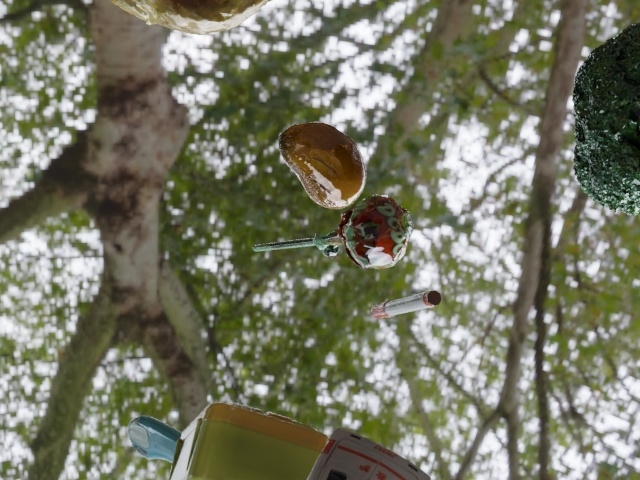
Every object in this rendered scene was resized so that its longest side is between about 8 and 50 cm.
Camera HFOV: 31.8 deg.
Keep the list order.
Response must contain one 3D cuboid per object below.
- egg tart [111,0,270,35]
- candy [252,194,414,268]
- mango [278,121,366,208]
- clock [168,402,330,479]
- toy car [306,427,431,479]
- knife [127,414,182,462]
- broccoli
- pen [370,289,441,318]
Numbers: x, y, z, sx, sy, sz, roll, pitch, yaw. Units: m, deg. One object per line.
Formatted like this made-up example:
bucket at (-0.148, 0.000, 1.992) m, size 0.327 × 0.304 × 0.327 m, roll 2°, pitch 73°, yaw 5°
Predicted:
egg tart at (-0.168, -0.427, 1.437) m, size 0.341 × 0.341 × 0.129 m, roll 1°, pitch -177°, yaw -9°
candy at (0.000, 0.001, 1.327) m, size 0.084 × 0.078 × 0.288 m, roll -43°, pitch -160°, yaw -33°
mango at (0.010, -0.113, 1.662) m, size 0.105 × 0.159 × 0.084 m, roll -42°, pitch -135°, yaw 2°
clock at (-0.077, 0.240, 1.173) m, size 0.143 × 0.202 × 0.096 m, roll 17°, pitch -114°, yaw -11°
toy car at (0.006, 0.244, 0.834) m, size 0.089 × 0.209 × 0.108 m, roll 26°, pitch -142°, yaw 8°
knife at (-0.211, 0.294, 1.589) m, size 0.031 × 0.064 × 0.222 m, roll -4°, pitch -170°, yaw -38°
broccoli at (0.466, -0.157, 1.520) m, size 0.275 × 0.307 × 0.308 m, roll 21°, pitch -142°, yaw -3°
pen at (0.135, 0.106, 1.824) m, size 0.028 × 0.239 × 0.028 m, roll 3°, pitch -100°, yaw -19°
